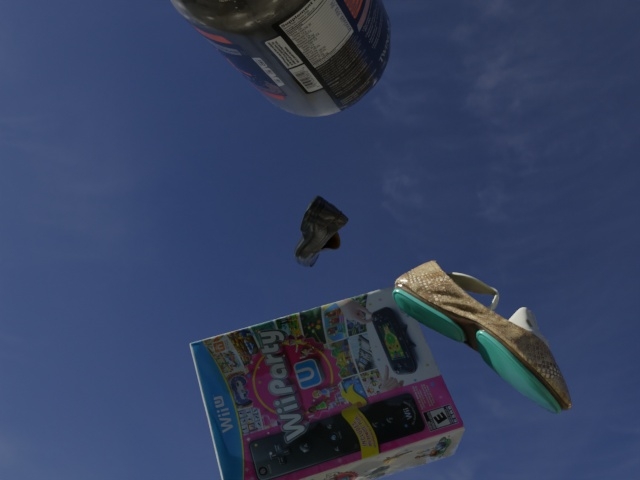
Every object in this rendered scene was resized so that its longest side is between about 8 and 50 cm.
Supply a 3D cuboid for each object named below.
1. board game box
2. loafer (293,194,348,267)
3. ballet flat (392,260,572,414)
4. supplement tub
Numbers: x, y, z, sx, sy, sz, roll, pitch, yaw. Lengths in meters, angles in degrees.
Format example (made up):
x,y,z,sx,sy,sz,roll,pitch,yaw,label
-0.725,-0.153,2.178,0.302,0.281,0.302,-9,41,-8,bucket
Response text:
x,y,z,sx,sy,sz,roll,pitch,yaw,label
0.003,0.209,0.927,0.303,0.224,0.097,-15,-34,-10,board game box
0.000,0.000,1.068,0.061,0.062,0.170,27,-27,7,loafer
0.160,0.078,0.661,0.206,0.067,0.073,36,-21,33,ballet flat
-0.050,-0.297,0.826,0.207,0.207,0.338,-7,-15,18,supplement tub
